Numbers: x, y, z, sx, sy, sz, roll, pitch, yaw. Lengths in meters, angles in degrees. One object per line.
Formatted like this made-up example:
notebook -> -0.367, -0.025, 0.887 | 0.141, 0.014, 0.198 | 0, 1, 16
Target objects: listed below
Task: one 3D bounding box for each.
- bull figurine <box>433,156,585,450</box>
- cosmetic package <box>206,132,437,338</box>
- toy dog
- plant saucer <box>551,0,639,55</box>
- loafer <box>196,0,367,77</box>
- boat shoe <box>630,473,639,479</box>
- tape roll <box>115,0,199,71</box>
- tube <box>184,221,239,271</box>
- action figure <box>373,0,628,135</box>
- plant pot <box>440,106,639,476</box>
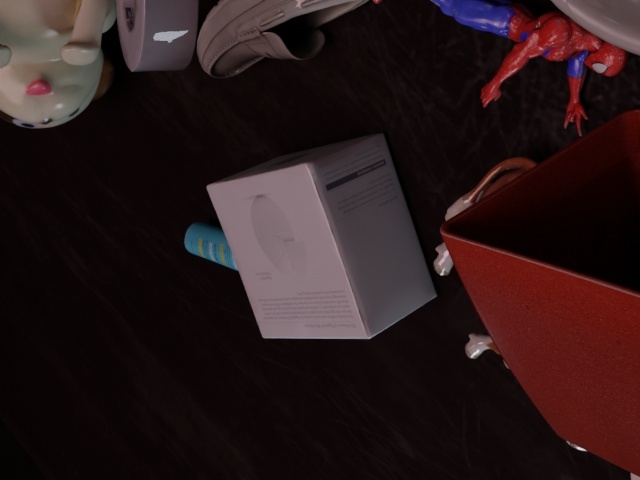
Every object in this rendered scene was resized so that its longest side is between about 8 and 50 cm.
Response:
bull figurine -> 0.229, 0.068, 1.056 | 0.188, 0.101, 0.310 | -18, 86, 54
cosmetic package -> 0.000, 0.000, 1.268 | 0.224, 0.138, 0.225 | -6, 105, 51
toy dog -> -0.455, -0.361, 1.481 | 0.395, 0.284, 0.408 | 42, 142, 51
plant saucer -> 0.300, -0.337, 0.737 | 0.400, 0.100, 0.400 | 28, 132, 37
loafer -> -0.049, -0.264, 1.189 | 0.319, 0.112, 0.111 | -28, 81, 53
boat shoe -> 0.418, 0.289, 0.983 | 0.158, 0.127, 0.340 | -4, 112, 37
tape roll -> -0.222, -0.336, 1.314 | 0.219, 0.072, 0.219 | 175, 90, -71
tube -> -0.118, 0.020, 1.503 | 0.207, 0.052, 0.080 | 17, 134, 36
action figure -> 0.176, -0.188, 0.987 | 0.280, 0.091, 0.139 | 29, 125, 38
plant pot -> 0.304, 0.059, 0.836 | 0.267, 0.267, 0.236 | 22, 136, 52
